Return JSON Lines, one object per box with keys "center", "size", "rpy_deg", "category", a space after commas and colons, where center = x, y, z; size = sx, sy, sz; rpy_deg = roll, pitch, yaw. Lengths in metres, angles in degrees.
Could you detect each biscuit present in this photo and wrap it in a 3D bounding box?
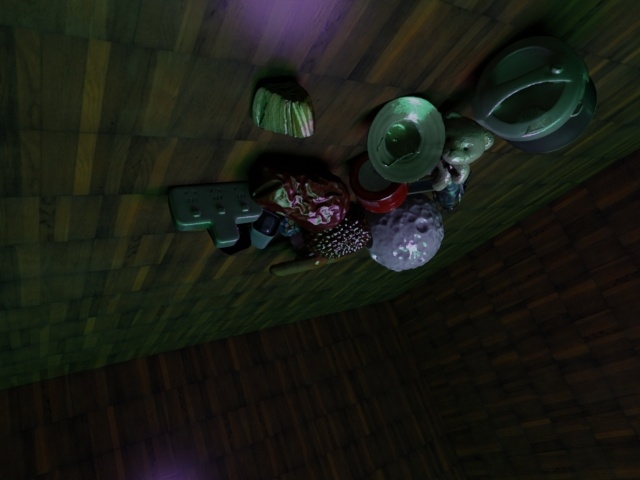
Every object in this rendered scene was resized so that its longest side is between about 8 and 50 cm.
{"center": [-0.049, 0.092, 1.842], "size": [0.290, 0.062, 0.236], "rpy_deg": [-17, 177, 38], "category": "biscuit"}

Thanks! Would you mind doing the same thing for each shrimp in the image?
{"center": [0.552, -0.216, 1.829], "size": [0.171, 0.137, 0.372], "rpy_deg": [-8, 162, 14], "category": "shrimp"}

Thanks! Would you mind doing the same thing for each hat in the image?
{"center": [0.242, -0.307, 1.321], "size": [0.251, 0.252, 0.110], "rpy_deg": [-18, -158, -7], "category": "hat"}

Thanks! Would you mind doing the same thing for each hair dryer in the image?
{"center": [0.000, 0.000, 1.914], "size": [0.210, 0.126, 0.352], "rpy_deg": [-21, 167, 3], "category": "hair dryer"}

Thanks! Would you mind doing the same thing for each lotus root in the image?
{"center": [-0.079, -0.318, 1.040], "size": [0.159, 0.096, 0.135], "rpy_deg": [20, 152, 5], "category": "lotus root"}

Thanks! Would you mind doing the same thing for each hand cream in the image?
{"center": [0.196, -0.198, 1.462], "size": [0.193, 0.193, 0.125], "rpy_deg": [-24, 161, 10], "category": "hand cream"}

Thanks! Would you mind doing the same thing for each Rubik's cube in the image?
{"center": [-0.116, -0.068, 1.631], "size": [0.111, 0.093, 0.111], "rpy_deg": [-19, 163, -6], "category": "Rubik's cube"}

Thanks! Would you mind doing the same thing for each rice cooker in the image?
{"center": [0.593, -0.396, 1.221], "size": [0.276, 0.289, 0.288], "rpy_deg": [4, 149, -48], "category": "rice cooker"}

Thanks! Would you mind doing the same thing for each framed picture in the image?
{"center": [0.358, -0.227, 1.661], "size": [0.148, 0.109, 0.011], "rpy_deg": [-11, 156, -26], "category": "framed picture"}

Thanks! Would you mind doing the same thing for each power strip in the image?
{"center": [-0.297, -0.075, 1.286], "size": [0.264, 0.194, 0.059], "rpy_deg": [-10, 160, -30], "category": "power strip"}

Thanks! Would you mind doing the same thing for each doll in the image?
{"center": [0.404, -0.265, 1.394], "size": [0.149, 0.175, 0.278], "rpy_deg": [-53, 173, -30], "category": "doll"}

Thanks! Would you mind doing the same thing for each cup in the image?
{"center": [-0.226, -0.046, 1.585], "size": [0.128, 0.095, 0.129], "rpy_deg": [25, 147, -12], "category": "cup"}

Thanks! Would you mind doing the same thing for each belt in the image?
{"center": [-0.302, -0.040, 1.442], "size": [0.078, 0.151, 0.198], "rpy_deg": [-21, 151, 13], "category": "belt"}

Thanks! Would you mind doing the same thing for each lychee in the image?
{"center": [0.063, -0.047, 1.593], "size": [0.271, 0.272, 0.271], "rpy_deg": [-18, 160, -7], "category": "lychee"}

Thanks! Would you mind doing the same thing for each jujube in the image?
{"center": [-0.062, -0.142, 1.355], "size": [0.341, 0.217, 0.216], "rpy_deg": [19, 138, -41], "category": "jujube"}

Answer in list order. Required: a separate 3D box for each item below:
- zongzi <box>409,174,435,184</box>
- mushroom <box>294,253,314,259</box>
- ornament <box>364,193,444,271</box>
{"center": [0.398, -0.294, 1.593], "size": [0.187, 0.084, 0.184], "rpy_deg": [-19, 151, -27], "category": "zongzi"}
{"center": [-0.047, 0.081, 2.102], "size": [0.212, 0.088, 0.097], "rpy_deg": [1, 124, -56], "category": "mushroom"}
{"center": [0.319, -0.042, 1.774], "size": [0.336, 0.338, 0.337], "rpy_deg": [-18, 160, -7], "category": "ornament"}
